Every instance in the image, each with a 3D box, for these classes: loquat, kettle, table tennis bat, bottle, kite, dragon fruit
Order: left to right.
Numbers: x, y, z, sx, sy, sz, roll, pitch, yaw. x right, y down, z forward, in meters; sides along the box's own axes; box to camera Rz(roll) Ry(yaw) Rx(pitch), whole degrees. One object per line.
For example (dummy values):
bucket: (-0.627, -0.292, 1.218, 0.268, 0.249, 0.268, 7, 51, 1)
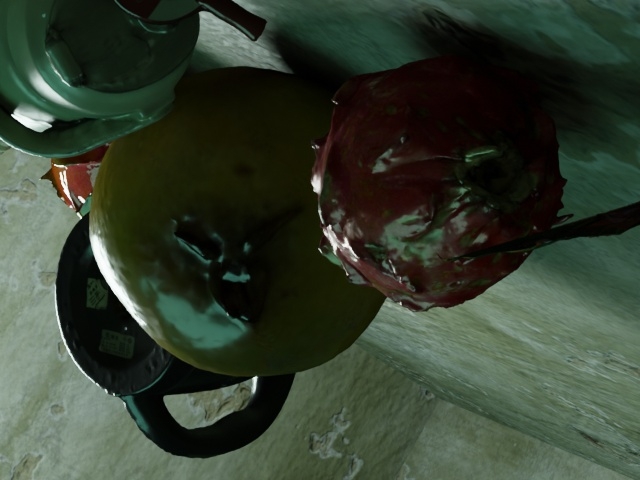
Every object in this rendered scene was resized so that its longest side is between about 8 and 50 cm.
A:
bottle: (-0.241, -0.191, 1.526, 0.229, 0.229, 0.352, 34, 171, -25)
dragon fruit: (-0.240, -0.123, 2.011, 0.224, 0.224, 0.227, 32, 141, -10)
table tennis bat: (-0.113, -0.217, 1.367, 0.155, 0.098, 0.019, 31, -165, -21)
kettle: (-0.127, 0.105, 1.969, 0.228, 0.321, 0.324, 1, -178, 41)
loquat: (-0.071, -0.029, 1.670, 0.328, 0.328, 0.359, 31, -158, -8)
dragon fruit: (0.094, -0.047, 1.258, 0.210, 0.205, 0.268, 40, 173, -12)
kite: (0.248, -0.027, 1.121, 0.321, 0.016, 0.234, -10, -172, 25)

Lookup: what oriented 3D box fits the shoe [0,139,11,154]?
shoe: (-0.475, -0.156, 1.998, 0.124, 0.159, 0.316, 26, -170, -40)
